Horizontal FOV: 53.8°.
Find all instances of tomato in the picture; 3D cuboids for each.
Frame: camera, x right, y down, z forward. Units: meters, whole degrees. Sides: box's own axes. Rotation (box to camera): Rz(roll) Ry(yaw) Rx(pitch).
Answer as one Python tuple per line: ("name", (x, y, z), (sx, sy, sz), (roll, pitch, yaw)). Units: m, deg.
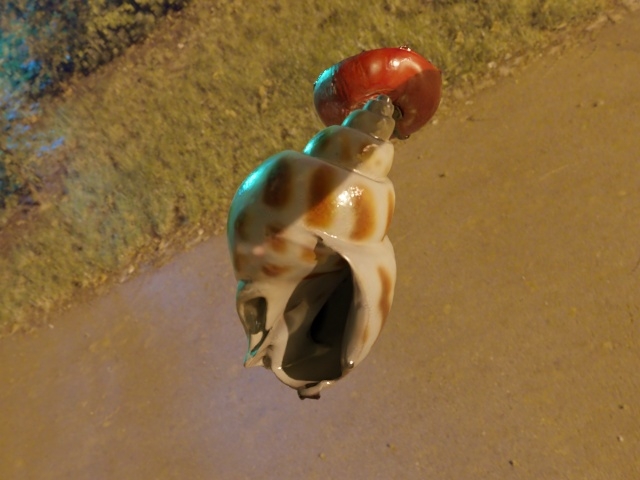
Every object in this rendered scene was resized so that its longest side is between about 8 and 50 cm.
("tomato", (0.101, -0.232, 1.087), (0.228, 0.228, 0.101), (-17, 63, 30))

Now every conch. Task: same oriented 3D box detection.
("conch", (0.000, 0.000, 0.598), (0.183, 0.274, 0.149), (27, 33, 17))
